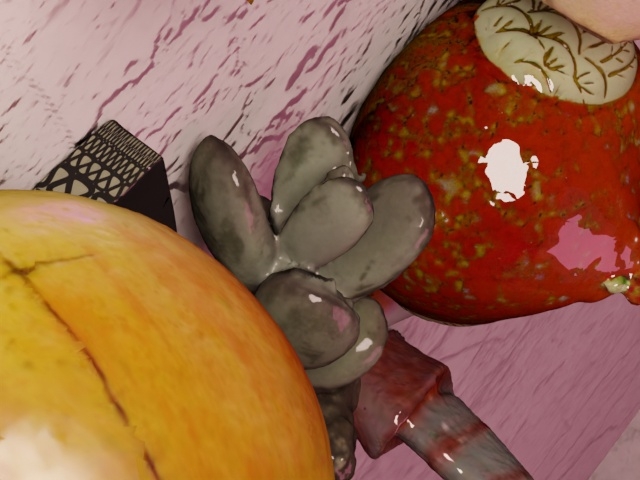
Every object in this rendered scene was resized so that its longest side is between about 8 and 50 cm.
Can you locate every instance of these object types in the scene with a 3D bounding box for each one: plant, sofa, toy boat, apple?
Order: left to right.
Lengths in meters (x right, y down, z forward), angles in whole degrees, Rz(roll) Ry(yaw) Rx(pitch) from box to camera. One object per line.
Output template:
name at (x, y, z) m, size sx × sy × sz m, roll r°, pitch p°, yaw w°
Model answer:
apple at (-0.127, 0.114, 0.695) m, size 0.286 × 0.233 × 0.286 m, roll -40°, pitch 156°, yaw -22°
sofa at (-0.107, -0.005, 0.833) m, size 0.060 × 0.039 × 0.118 m, roll -44°, pitch 159°, yaw -21°
plant at (-0.028, 0.057, 0.953) m, size 0.146 × 0.149 × 0.275 m, roll 3°, pitch 127°, yaw -24°
toy boat at (0.139, 0.193, 1.359) m, size 0.096 × 0.282 × 0.206 m, roll -54°, pitch 160°, yaw 6°

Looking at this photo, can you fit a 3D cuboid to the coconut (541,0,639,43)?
coconut at (0.201, -0.227, 0.909) m, size 0.245 × 0.233 × 0.233 m, roll -60°, pitch 161°, yaw -3°

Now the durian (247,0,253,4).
durian at (-0.002, -0.176, 0.656) m, size 0.250 × 0.138 × 0.183 m, roll -46°, pitch 152°, yaw -35°

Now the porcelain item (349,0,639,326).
porcelain item at (0.142, -0.035, 1.060) m, size 0.253 × 0.253 × 0.253 m, roll -45°, pitch 159°, yaw -23°

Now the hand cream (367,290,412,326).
hand cream at (0.063, 0.023, 1.229) m, size 0.340 × 0.078 × 0.124 m, roll -25°, pitch 147°, yaw -45°
